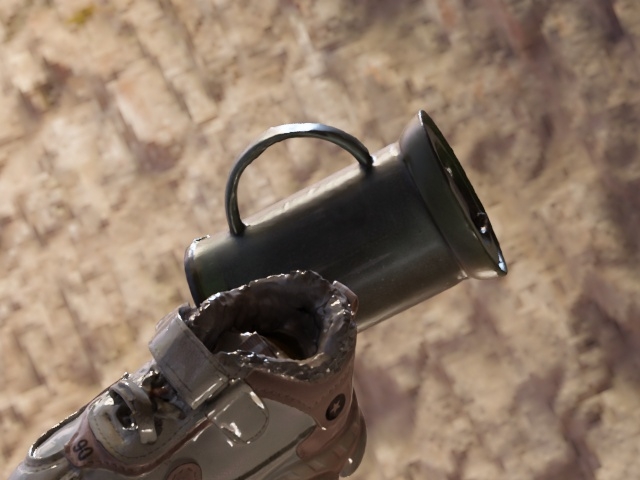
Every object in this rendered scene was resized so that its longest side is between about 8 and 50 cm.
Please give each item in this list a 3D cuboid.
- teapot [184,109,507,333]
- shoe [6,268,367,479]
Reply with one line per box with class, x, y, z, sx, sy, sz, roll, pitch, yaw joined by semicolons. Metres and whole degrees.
teapot;0.000;0.000;1.716;0.270;0.337;0.200;57;12;-23
shoe;-0.115;0.145;1.326;0.172;0.351;0.198;38;-42;35
